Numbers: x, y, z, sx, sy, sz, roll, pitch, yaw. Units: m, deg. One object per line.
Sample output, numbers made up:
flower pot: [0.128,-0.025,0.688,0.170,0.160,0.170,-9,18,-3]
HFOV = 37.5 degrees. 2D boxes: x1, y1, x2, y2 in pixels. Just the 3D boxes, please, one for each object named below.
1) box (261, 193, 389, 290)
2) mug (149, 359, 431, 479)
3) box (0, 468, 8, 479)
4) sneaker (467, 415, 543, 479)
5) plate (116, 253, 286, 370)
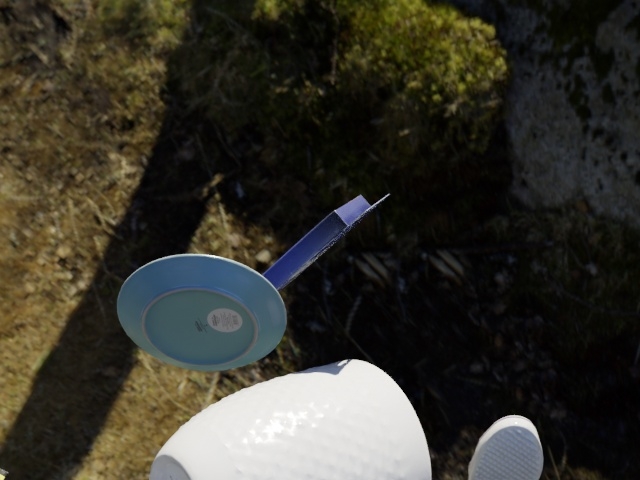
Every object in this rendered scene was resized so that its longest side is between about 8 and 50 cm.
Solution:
box: [0.000,0.000,1.420,0.225,0.136,0.036,-40,88,22]
mug: [-0.047,0.382,1.322,0.276,0.328,0.373,-15,85,54]
box: [-0.713,0.534,1.850,0.058,0.087,0.232,-48,14,36]
sneaker: [0.274,0.336,1.467,0.102,0.282,0.161,6,39,2]
plate: [-0.131,0.090,1.037,0.188,0.188,0.024,-13,40,14]
